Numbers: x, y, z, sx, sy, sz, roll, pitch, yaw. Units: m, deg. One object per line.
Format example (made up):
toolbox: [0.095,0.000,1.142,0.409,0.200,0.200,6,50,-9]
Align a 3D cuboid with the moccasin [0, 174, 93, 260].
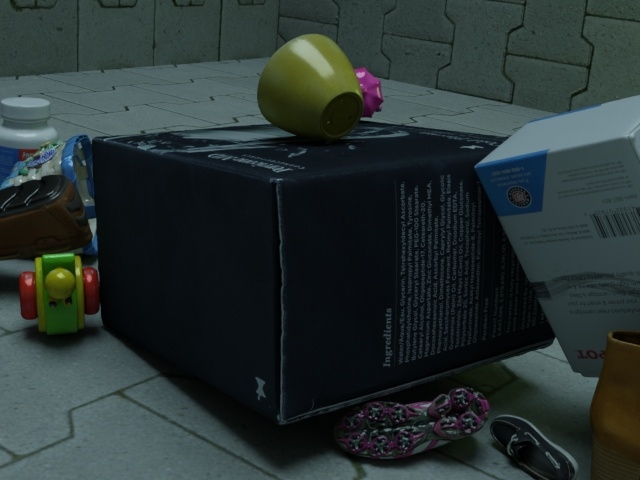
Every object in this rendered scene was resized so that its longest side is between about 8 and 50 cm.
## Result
moccasin: [-0.548,-0.002,1.505,0.380,0.147,0.139,-13,33,4]

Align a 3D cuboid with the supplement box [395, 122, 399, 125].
supplement box: [0.067,-0.168,2.081,0.239,0.073,0.130,-26,3,28]

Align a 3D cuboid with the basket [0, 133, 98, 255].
basket: [-0.406,-0.084,1.682,0.288,0.201,0.255,-8,19,-7]

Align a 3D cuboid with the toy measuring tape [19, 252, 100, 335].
toy measuring tape: [-0.388,0.082,1.408,0.121,0.121,0.330,-1,-4,-17]

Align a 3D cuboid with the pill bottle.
pill bottle: [-0.569,-0.159,1.833,0.124,0.222,0.124,4,19,-1]

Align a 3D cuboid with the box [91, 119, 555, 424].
box: [0.000,0.000,1.320,0.471,0.297,0.480,-11,17,-36]

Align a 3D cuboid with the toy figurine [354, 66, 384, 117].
toy figurine: [0.038,-0.234,1.530,0.159,0.130,0.173,24,0,39]

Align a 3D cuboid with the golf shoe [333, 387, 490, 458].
golf shoe: [0.108,0.227,1.136,0.186,0.068,0.086,-8,-23,-3]

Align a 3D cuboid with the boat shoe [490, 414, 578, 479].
boat shoe: [0.244,0.247,1.119,0.038,0.046,0.125,-5,28,-40]

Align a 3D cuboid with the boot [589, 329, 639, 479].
boot: [0.441,0.209,1.017,0.295,0.211,0.104,11,20,16]

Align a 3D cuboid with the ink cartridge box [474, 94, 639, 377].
ink cartridge box: [0.355,0.001,1.116,0.129,0.307,0.223,-38,18,-33]

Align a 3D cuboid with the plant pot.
plant pot: [0.000,-0.181,1.209,0.134,0.134,0.095,-9,40,-36]
